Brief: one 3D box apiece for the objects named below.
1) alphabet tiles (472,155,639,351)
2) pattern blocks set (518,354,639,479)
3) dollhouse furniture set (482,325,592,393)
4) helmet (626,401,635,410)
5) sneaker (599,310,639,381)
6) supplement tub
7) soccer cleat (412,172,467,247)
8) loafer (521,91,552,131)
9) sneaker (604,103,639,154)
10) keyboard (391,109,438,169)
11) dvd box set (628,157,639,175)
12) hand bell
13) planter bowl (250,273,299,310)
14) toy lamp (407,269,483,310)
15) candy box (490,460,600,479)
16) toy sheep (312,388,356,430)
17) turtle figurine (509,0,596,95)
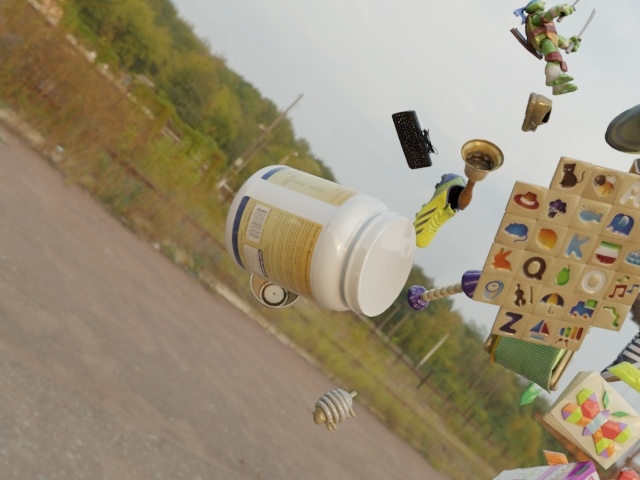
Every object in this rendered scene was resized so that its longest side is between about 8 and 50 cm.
[{"bbox_3d":[0.429,0.032,1.290,0.285,0.342,0.011,12,23,-8],"label":"alphabet tiles"},{"bbox_3d":[0.592,0.387,1.608,0.325,0.285,0.026,30,-1,6],"label":"pattern blocks set"},{"bbox_3d":[0.431,0.120,1.511,0.151,0.301,0.197,33,-5,-29],"label":"dollhouse furniture set"},{"bbox_3d":[0.914,0.574,2.366,0.169,0.169,0.161,43,7,23],"label":"helmet"},{"bbox_3d":[0.919,0.297,2.167,0.099,0.282,0.153,19,45,-53],"label":"sneaker"},{"bbox_3d":[0.000,0.000,1.440,0.316,0.228,0.228,22,-13,32],"label":"supplement tub"},{"bbox_3d":[0.403,-0.091,2.535,0.093,0.289,0.121,14,22,-34],"label":"soccer cleat"},{"bbox_3d":[0.438,-0.251,1.513,0.050,0.056,0.148,18,-4,15],"label":"loafer"},{"bbox_3d":[0.686,-0.238,1.421,0.121,0.300,0.111,-3,80,-53],"label":"sneaker"},{"bbox_3d":[0.276,-0.290,2.187,0.038,0.100,0.192,-69,141,-51],"label":"keyboard"},{"bbox_3d":[1.156,-0.158,2.496,0.420,0.308,0.062,71,19,-66],"label":"dvd box set"},{"bbox_3d":[0.446,-0.173,2.218,0.126,0.126,0.242,43,-30,22],"label":"hand bell"},{"bbox_3d":[-0.141,0.151,2.334,0.162,0.162,0.109,44,-25,11],"label":"planter bowl"},{"bbox_3d":[0.340,0.126,1.940,0.080,0.080,0.275,45,-32,-18],"label":"toy lamp"},{"bbox_3d":[0.425,0.517,1.509,0.233,0.159,0.071,-28,-98,50],"label":"candy box"},{"bbox_3d":[0.037,0.413,1.855,0.091,0.132,0.091,37,-39,37],"label":"toy sheep"},{"bbox_3d":[0.666,-0.544,2.012,0.198,0.275,0.266,116,-31,-78],"label":"turtle figurine"}]
